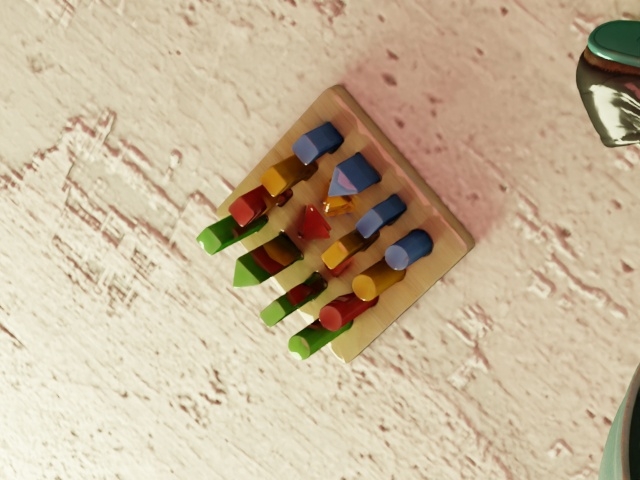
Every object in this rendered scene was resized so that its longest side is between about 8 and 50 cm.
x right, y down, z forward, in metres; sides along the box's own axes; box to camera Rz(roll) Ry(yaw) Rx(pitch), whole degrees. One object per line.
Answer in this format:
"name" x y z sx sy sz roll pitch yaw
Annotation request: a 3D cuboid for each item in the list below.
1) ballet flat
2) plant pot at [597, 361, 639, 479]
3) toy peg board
"ballet flat" 0.287 -0.069 1.056 0.280 0.095 0.096 18 128 38
"plant pot" 0.296 0.189 1.073 0.293 0.293 0.196 42 151 12
"toy peg board" 0.000 0.000 1.288 0.161 0.079 0.160 49 126 6
